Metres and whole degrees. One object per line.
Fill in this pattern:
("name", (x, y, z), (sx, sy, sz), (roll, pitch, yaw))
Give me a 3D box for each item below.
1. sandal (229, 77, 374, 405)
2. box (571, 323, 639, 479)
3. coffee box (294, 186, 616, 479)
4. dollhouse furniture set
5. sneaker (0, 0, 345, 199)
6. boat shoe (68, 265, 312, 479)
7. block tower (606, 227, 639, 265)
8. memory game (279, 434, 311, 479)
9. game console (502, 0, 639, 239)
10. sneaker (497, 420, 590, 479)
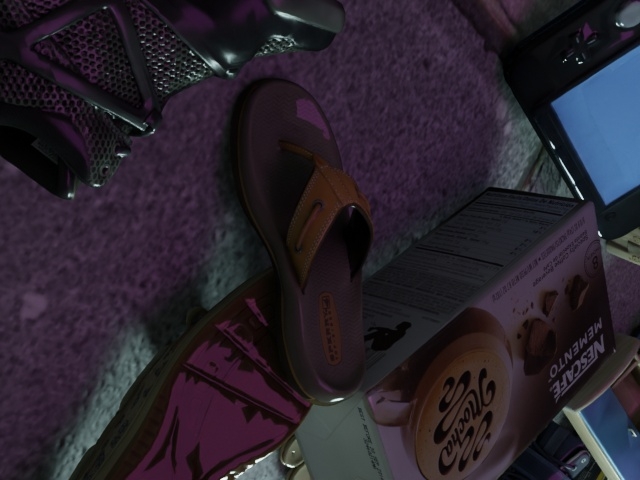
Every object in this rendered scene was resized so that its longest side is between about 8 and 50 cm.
("sandal", (0.000, 0.000, 0.583), (0.090, 0.060, 0.219), (-7, 87, -43))
("box", (0.458, 0.319, 1.361), (0.322, 0.079, 0.257), (-55, 144, -10))
("coffee box", (0.118, 0.096, 0.761), (0.297, 0.119, 0.168), (-34, 120, -33))
("dollhouse furniture set", (0.503, 0.228, 1.103), (0.286, 0.303, 0.198), (-42, 112, -15))
("sneaker", (-0.090, -0.094, 0.461), (0.228, 0.087, 0.130), (-8, 119, -44))
("boat shoe", (-0.096, 0.125, 0.601), (0.285, 0.089, 0.104), (-49, 115, -21))
("block tower", (0.379, -0.111, 0.991), (0.097, 0.091, 0.335), (-41, 139, -24))
("memory game", (0.031, 0.157, 0.814), (0.186, 0.012, 0.186), (-27, 130, -38))
("game console", (0.346, -0.097, 0.788), (0.250, 0.173, 0.293), (-34, 132, 12))
("sneaker", (0.234, 0.284, 1.056), (0.163, 0.086, 0.226), (-52, 153, 4))
